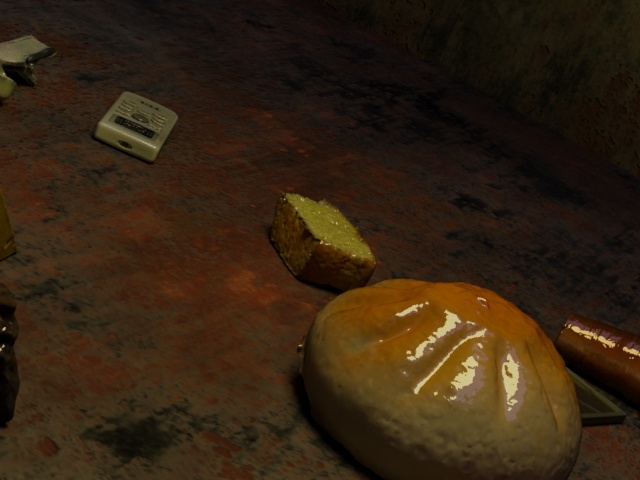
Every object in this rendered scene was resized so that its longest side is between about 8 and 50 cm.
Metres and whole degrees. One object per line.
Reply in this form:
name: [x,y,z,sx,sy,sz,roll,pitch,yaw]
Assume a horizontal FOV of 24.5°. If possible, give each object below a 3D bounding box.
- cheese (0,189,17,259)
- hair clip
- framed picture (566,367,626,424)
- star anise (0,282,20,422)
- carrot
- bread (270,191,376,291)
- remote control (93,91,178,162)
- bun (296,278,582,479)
cheese: [-0.346,-0.015,1.381,0.093,0.126,0.171,29,-2,5]
hair clip: [-0.431,-0.233,1.855,0.159,0.071,0.218,28,13,17]
framed picture: [0.230,0.145,1.771,0.184,0.016,0.250,4,28,-49]
star anise: [-0.332,0.053,1.154,0.223,0.109,0.236,23,16,-23]
carrot: [0.387,0.154,1.849,0.193,0.087,0.087,30,19,20]
bread: [0.000,0.000,1.793,0.103,0.065,0.187,13,23,-28]
remote control: [-0.241,-0.154,1.948,0.087,0.029,0.190,25,18,-4]
bun: [0.129,0.127,1.455,0.299,0.165,0.299,22,17,-7]
